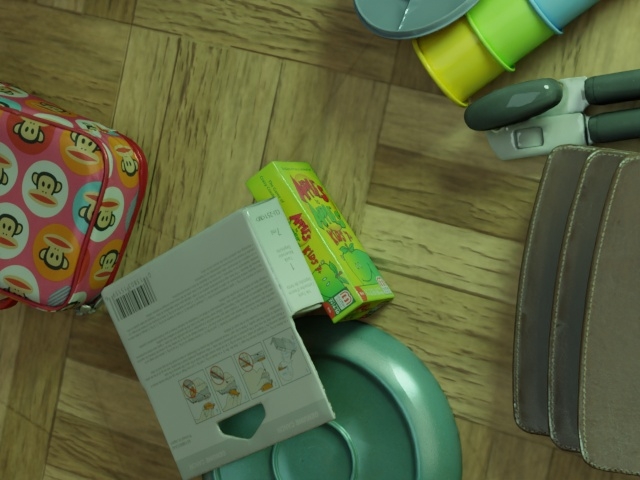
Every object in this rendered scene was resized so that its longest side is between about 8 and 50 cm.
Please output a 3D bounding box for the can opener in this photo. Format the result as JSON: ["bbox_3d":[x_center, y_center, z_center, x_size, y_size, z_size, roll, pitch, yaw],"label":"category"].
[{"bbox_3d":[0.283,-0.133,1.705,0.283,0.095,0.076,-7,89,31],"label":"can opener"}]

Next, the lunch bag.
[{"bbox_3d":[-0.362,-0.038,1.984,0.293,0.120,0.258,23,101,21],"label":"lunch bag"}]

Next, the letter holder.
[{"bbox_3d":[0.290,0.063,1.660,0.214,0.152,0.301,8,95,14],"label":"letter holder"}]

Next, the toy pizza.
[{"bbox_3d":[0.121,-0.290,1.769,0.201,0.032,0.201,-21,51,29],"label":"toy pizza"}]

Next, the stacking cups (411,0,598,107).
[{"bbox_3d":[0.240,-0.266,1.727,0.316,0.096,0.096,-38,77,18],"label":"stacking cups"}]

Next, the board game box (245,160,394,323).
[{"bbox_3d":[0.000,0.000,1.838,0.043,0.092,0.181,-37,77,21],"label":"board game box"}]

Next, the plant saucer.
[{"bbox_3d":[-0.001,0.241,1.874,0.318,0.044,0.317,1,93,24],"label":"plant saucer"}]

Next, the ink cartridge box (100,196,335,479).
[{"bbox_3d":[-0.100,0.112,1.856,0.275,0.060,0.239,-28,86,44],"label":"ink cartridge box"}]
